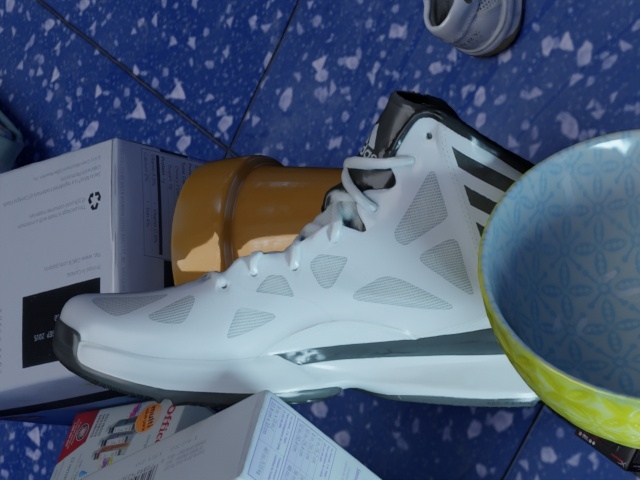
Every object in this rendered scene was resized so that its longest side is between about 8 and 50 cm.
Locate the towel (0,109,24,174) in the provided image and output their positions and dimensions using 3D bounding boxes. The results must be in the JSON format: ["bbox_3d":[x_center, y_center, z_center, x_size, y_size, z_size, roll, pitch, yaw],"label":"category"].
[{"bbox_3d":[-0.530,-0.077,2.194,0.374,0.090,0.320,42,110,41],"label":"towel"}]

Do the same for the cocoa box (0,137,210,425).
[{"bbox_3d":[-0.235,0.056,1.827,0.347,0.228,0.231,-14,72,42],"label":"cocoa box"}]

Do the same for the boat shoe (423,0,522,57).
[{"bbox_3d":[0.129,-0.312,1.640,0.098,0.096,0.277,-16,71,42],"label":"boat shoe"}]

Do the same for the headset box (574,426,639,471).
[{"bbox_3d":[0.257,0.141,1.474,0.062,0.032,0.083,37,109,42],"label":"headset box"}]

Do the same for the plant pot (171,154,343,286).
[{"bbox_3d":[-0.006,0.013,1.656,0.188,0.205,0.205,-9,76,26],"label":"plant pot"}]

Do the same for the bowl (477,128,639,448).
[{"bbox_3d":[0.268,0.065,1.370,0.289,0.289,0.156,46,155,39],"label":"bowl"}]

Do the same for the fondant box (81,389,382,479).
[{"bbox_3d":[-0.022,0.287,1.510,0.238,0.330,0.096,-29,33,37],"label":"fondant box"}]

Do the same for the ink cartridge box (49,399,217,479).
[{"bbox_3d":[-0.165,0.244,1.769,0.176,0.127,0.128,-14,45,41],"label":"ink cartridge box"}]

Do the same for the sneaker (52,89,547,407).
[{"bbox_3d":[0.000,0.000,1.494,0.169,0.447,0.257,-106,17,-80],"label":"sneaker"}]
